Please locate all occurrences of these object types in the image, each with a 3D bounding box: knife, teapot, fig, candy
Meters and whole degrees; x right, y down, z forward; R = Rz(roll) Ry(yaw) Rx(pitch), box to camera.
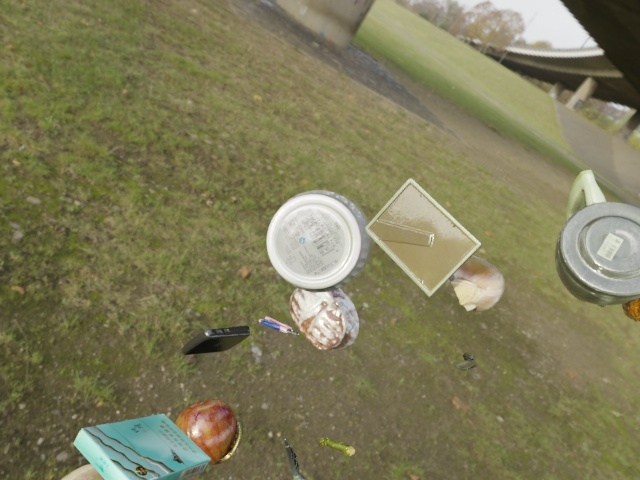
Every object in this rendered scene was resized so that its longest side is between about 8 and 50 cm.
[{"bbox_3d":[0.390,0.329,1.365,0.230,0.060,0.028,23,46,-76],"label":"knife"},{"bbox_3d":[0.678,0.026,1.288,0.321,0.239,0.239,56,-6,26],"label":"teapot"},{"bbox_3d":[-0.332,0.571,1.513,0.205,0.205,0.205,28,24,-14],"label":"fig"},{"bbox_3d":[0.008,0.273,1.888,0.157,0.214,0.289,3,35,-51],"label":"candy"}]

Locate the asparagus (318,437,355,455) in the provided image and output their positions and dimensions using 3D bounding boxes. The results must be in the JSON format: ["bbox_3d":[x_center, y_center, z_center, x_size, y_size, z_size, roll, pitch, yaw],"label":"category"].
[{"bbox_3d":[0.030,0.464,1.157,0.024,0.248,0.025,15,70,-11],"label":"asparagus"}]

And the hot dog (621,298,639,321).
[{"bbox_3d":[0.936,0.154,1.429,0.259,0.175,0.114,41,23,-52],"label":"hot dog"}]

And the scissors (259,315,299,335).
[{"bbox_3d":[-0.104,0.222,1.314,0.113,0.012,0.039,19,15,26],"label":"scissors"}]

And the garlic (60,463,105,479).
[{"bbox_3d":[-0.585,0.678,1.348,0.338,0.151,0.196,-24,90,-48],"label":"garlic"}]

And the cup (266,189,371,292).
[{"bbox_3d":[0.000,0.000,1.245,0.253,0.253,0.371,37,4,5],"label":"cup"}]

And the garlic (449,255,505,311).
[{"bbox_3d":[0.354,0.078,1.228,0.148,0.128,0.266,62,4,-21],"label":"garlic"}]

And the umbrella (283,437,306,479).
[{"bbox_3d":[-0.058,0.560,1.229,0.044,0.269,0.044,-1,40,13],"label":"umbrella"}]

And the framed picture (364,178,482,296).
[{"bbox_3d":[0.204,-0.008,1.043,0.203,0.150,0.015,47,17,23],"label":"framed picture"}]

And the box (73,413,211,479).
[{"bbox_3d":[-0.343,0.418,1.009,0.162,0.041,0.229,31,3,26],"label":"box"}]

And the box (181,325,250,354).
[{"bbox_3d":[-0.242,0.229,1.173,0.125,0.126,0.027,5,59,-44],"label":"box"}]
